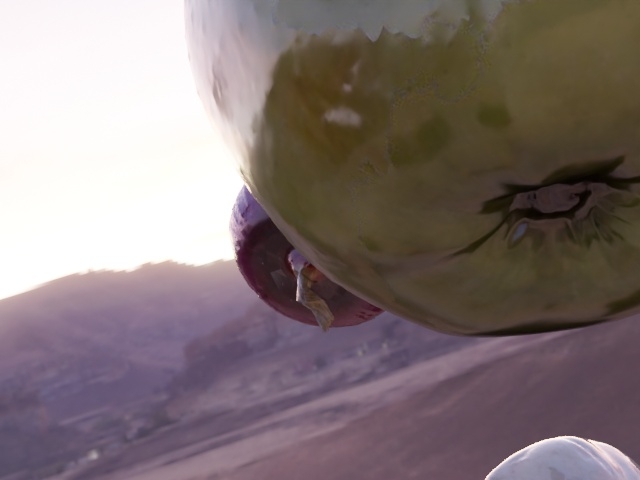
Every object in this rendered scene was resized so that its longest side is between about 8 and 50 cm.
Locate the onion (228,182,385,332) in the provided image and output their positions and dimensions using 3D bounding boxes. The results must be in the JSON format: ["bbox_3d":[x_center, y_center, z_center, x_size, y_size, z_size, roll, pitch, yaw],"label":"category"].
[{"bbox_3d":[0.003,-0.005,1.083,0.177,0.177,0.153,-20,-5,38],"label":"onion"}]

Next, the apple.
[{"bbox_3d":[0.123,-0.155,0.816,0.474,0.473,0.473,-18,-2,-1],"label":"apple"}]

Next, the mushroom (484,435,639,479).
[{"bbox_3d":[0.244,0.339,1.298,0.260,0.253,0.234,-7,4,-34],"label":"mushroom"}]
